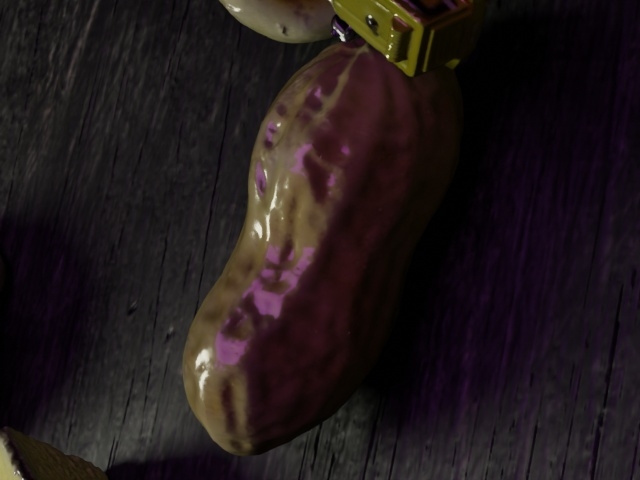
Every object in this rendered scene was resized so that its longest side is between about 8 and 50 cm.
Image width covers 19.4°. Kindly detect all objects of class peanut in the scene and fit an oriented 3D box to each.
[{"bbox_3d":[0.000,0.000,1.282,0.149,0.149,0.313,21,87,40],"label":"peanut"}]

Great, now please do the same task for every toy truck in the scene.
[{"bbox_3d":[0.007,-0.232,1.241,0.111,0.136,0.286,-34,70,-21],"label":"toy truck"}]

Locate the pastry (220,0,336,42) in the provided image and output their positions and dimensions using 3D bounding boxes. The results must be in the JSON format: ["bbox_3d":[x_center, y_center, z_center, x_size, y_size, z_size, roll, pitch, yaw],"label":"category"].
[{"bbox_3d":[-0.017,-0.222,1.376,0.156,0.156,0.092,-53,9,10],"label":"pastry"}]

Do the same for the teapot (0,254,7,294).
[{"bbox_3d":[-0.349,0.097,1.506,0.175,0.185,0.267,33,64,7],"label":"teapot"}]

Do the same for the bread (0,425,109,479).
[{"bbox_3d":[-0.200,0.277,1.333,0.178,0.135,0.240,-48,47,11],"label":"bread"}]
